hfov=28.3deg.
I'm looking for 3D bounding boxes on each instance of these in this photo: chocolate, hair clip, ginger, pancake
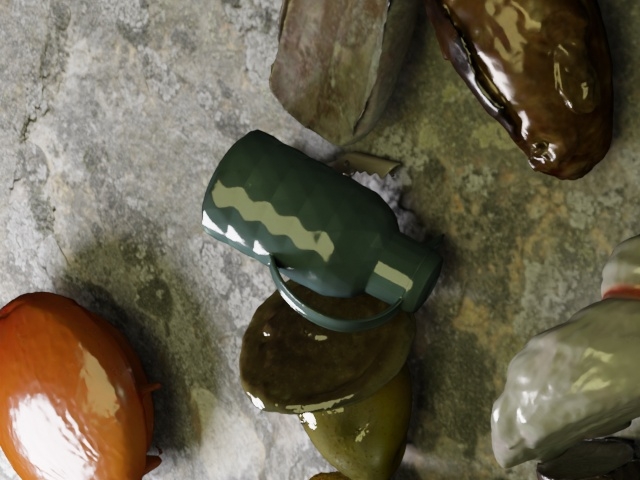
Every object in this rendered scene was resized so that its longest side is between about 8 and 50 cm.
[{"bbox_3d":[0.045,-0.265,1.469,0.185,0.100,0.303,39,123,36],"label":"chocolate"},{"bbox_3d":[0.006,-0.085,1.600,0.226,0.034,0.072,-19,91,41],"label":"hair clip"},{"bbox_3d":[0.208,-0.213,1.310,0.165,0.172,0.321,-22,88,4],"label":"ginger"},{"bbox_3d":[0.006,0.114,1.543,0.242,0.242,0.050,12,148,36],"label":"pancake"}]

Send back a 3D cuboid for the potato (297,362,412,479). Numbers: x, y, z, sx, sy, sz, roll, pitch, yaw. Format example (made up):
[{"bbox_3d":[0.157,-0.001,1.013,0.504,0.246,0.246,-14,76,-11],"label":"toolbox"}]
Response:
[{"bbox_3d":[0.047,0.214,1.601,0.157,0.157,0.194,0,117,39],"label":"potato"}]

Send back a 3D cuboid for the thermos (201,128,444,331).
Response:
[{"bbox_3d":[0.000,0.000,1.510,0.286,0.182,0.145,29,151,14],"label":"thermos"}]

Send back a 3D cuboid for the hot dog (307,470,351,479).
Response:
[{"bbox_3d":[0.059,0.348,1.611,0.068,0.083,0.289,43,161,-25],"label":"hot dog"}]

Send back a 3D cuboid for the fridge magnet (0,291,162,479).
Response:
[{"bbox_3d":[-0.389,0.250,1.948,0.363,0.155,0.364,14,113,36],"label":"fridge magnet"}]

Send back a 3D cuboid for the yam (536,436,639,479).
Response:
[{"bbox_3d":[0.335,0.362,1.411,0.131,0.131,0.280,-19,91,41],"label":"yam"}]

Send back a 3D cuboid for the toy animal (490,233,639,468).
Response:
[{"bbox_3d":[0.296,0.110,1.323,0.188,0.266,0.308,68,157,15],"label":"toy animal"}]
